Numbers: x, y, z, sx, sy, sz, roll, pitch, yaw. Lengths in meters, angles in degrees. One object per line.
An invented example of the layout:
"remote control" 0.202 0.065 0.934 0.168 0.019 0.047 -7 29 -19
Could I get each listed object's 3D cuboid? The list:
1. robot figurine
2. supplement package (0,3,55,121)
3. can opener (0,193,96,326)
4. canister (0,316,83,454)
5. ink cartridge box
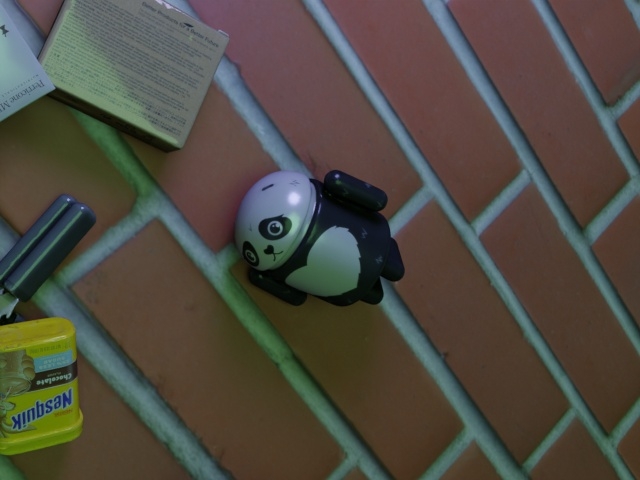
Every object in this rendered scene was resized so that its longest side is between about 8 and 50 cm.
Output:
"robot figurine" -0.001 0.003 1.265 0.278 0.174 0.209 26 81 -24
"supplement package" -0.502 -0.185 0.993 0.262 0.204 0.145 -39 118 -20
"can opener" -0.423 0.060 1.134 0.280 0.074 0.093 -56 146 -12
"canister" -0.398 0.199 1.105 0.126 0.073 0.169 -9 117 -28
"ink cartridge box" -0.281 -0.264 1.172 0.235 0.088 0.193 26 79 -23
